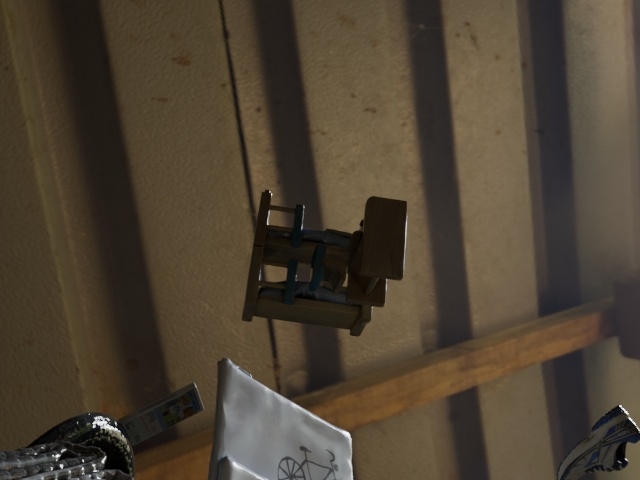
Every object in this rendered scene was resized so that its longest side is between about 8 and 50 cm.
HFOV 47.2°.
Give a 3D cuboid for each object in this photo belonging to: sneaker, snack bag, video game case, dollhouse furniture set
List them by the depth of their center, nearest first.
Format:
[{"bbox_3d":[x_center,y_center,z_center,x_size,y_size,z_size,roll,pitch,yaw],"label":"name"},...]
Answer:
[{"bbox_3d":[0.000,0.000,0.720,0.129,0.184,0.129,8,-114,-6],"label":"dollhouse furniture set"},{"bbox_3d":[0.353,0.275,0.929,0.052,0.058,0.135,-4,-48,-48],"label":"sneaker"},{"bbox_3d":[-0.036,0.370,1.059,0.323,0.037,0.342,38,-147,-33],"label":"snack bag"},{"bbox_3d":[-0.241,0.266,1.120,0.122,0.011,0.087,-24,-33,-16],"label":"video game case"}]

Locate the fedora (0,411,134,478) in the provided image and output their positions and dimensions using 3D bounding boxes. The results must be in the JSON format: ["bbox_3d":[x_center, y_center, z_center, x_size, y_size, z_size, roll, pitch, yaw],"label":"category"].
[{"bbox_3d":[-0.392,0.360,0.947,0.334,0.152,0.334,12,-90,-70],"label":"fedora"}]

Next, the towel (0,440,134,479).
[{"bbox_3d":[-0.324,0.313,0.658,0.283,0.121,0.235,16,-79,-62],"label":"towel"}]
